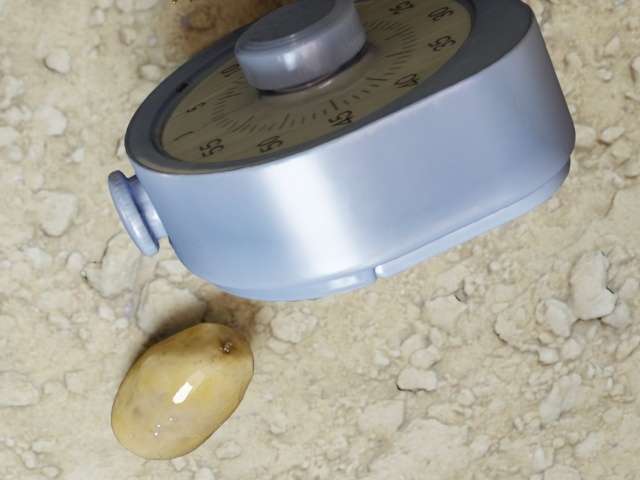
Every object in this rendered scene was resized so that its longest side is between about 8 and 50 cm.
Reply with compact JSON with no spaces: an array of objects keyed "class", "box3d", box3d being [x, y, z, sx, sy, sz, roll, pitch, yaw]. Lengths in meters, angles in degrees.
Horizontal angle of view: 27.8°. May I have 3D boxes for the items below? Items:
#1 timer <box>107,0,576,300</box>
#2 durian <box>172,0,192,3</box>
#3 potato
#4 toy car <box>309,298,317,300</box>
[{"class":"timer","box3d":[-0.004,-0.107,1.105,0.395,0.395,0.173,-25,117,-2]},{"class":"durian","box3d":[-0.061,-0.285,1.129,0.078,0.140,0.224,48,115,13]},{"class":"potato","box3d":[-0.145,0.157,1.336,0.109,0.118,0.178,45,115,9]},{"class":"toy car","box3d":[0.000,0.000,1.285,0.095,0.056,0.205,-1,149,-24]}]
